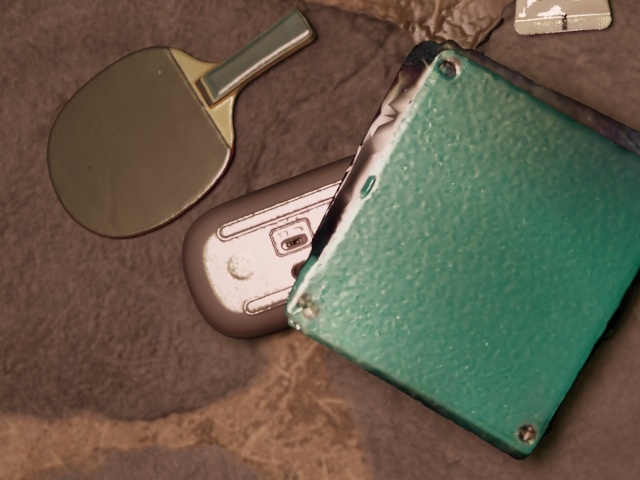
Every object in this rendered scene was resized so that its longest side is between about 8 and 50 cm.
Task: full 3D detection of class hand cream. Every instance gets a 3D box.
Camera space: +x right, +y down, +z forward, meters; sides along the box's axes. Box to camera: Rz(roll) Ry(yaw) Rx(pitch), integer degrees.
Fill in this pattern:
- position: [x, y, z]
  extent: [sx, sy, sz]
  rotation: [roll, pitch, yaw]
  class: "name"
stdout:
- position: [0.194, -0.287, 1.440]
  extent: [0.080, 0.050, 0.234]
  rotation: [-4, 85, 15]
  class: "hand cream"

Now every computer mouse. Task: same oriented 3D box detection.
- position: [0.000, 0.000, 1.442]
  extent: [0.232, 0.057, 0.120]
  rotation: [-22, 86, 8]
  class: "computer mouse"

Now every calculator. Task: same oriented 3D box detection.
- position: [0.129, 0.005, 1.373]
  extent: [0.248, 0.058, 0.274]
  rotation: [27, 90, 0]
  class: "calculator"

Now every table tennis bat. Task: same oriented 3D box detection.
- position: [-0.121, -0.112, 1.518]
  extent: [0.274, 0.021, 0.154]
  rotation: [-35, 74, 11]
  class: "table tennis bat"
